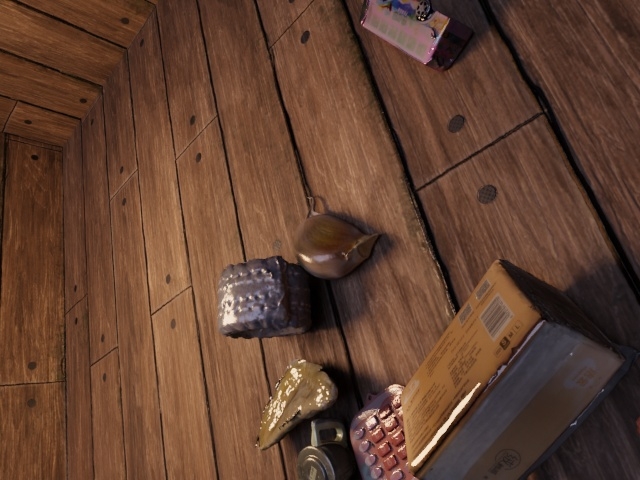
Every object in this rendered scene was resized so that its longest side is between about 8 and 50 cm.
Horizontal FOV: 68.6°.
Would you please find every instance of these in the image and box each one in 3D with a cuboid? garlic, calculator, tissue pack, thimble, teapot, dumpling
[{"bbox_3d":[-0.005,-0.001,1.106,0.267,0.149,0.128,41,147,37],"label":"garlic"},{"bbox_3d":[0.170,0.434,0.882,0.220,0.048,0.329,-51,49,27],"label":"calculator"},{"bbox_3d":[0.294,0.227,0.712,0.238,0.239,0.305,45,113,40],"label":"tissue pack"},{"bbox_3d":[-0.135,0.141,1.120,0.236,0.205,0.172,-22,66,49],"label":"thimble"},{"bbox_3d":[0.014,0.458,0.985,0.111,0.108,0.149,-45,59,31],"label":"teapot"},{"bbox_3d":[-0.041,0.361,1.071,0.332,0.086,0.166,-44,27,38],"label":"dumpling"}]

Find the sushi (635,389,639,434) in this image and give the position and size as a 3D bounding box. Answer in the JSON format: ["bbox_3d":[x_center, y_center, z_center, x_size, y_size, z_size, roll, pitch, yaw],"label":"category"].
[{"bbox_3d":[0.495,0.167,0.523,0.237,0.171,0.269,13,90,45],"label":"sushi"}]

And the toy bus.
[{"bbox_3d":[0.189,-0.467,1.003,0.274,0.090,0.112,52,127,38],"label":"toy bus"}]
